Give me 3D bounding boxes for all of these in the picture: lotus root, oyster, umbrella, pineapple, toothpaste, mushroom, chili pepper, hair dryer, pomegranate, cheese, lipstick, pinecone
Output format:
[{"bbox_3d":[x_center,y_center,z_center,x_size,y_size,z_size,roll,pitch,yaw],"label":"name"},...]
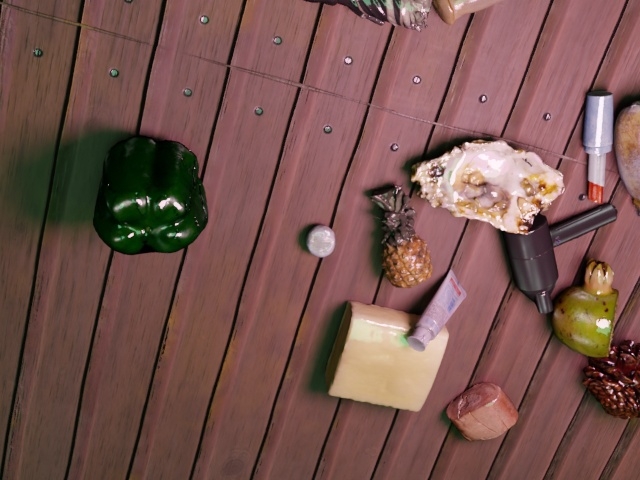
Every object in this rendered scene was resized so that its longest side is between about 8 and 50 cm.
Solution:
[{"bbox_3d":[0.787,-0.185,1.864,0.158,0.140,0.322,-29,121,-19],"label":"lotus root"},{"bbox_3d":[0.391,-0.143,1.866,0.354,0.107,0.201,16,101,-3],"label":"oyster"},{"bbox_3d":[0.070,-0.543,1.697,0.357,0.106,0.113,14,101,-3],"label":"umbrella"},{"bbox_3d":[0.191,-0.012,1.907,0.128,0.128,0.248,-17,108,2],"label":"pineapple"},{"bbox_3d":[0.295,0.178,1.961,0.234,0.057,0.089,-48,115,-33],"label":"toothpaste"},{"bbox_3d":[0.362,-0.561,1.704,0.247,0.096,0.108,-35,129,12],"label":"mushroom"},{"bbox_3d":[-0.383,-0.095,1.750,0.248,0.257,0.233,-8,125,-3],"label":"chili pepper"},{"bbox_3d":[0.619,0.024,1.972,0.302,0.116,0.244,-22,115,-3],"label":"hair dryer"},{"bbox_3d":[0.665,0.178,1.983,0.159,0.190,0.241,11,140,21],"label":"pomegranate"},{"bbox_3d":[0.169,0.300,2.030,0.265,0.124,0.242,13,114,-10],"label":"cheese"},{"bbox_3d":[0.665,-0.217,1.889,0.068,0.061,0.274,-11,113,-13],"label":"lipstick"},{"bbox_3d":[0.806,0.360,2.072,0.221,0.221,0.221,-2,113,-4],"label":"pinecone"}]

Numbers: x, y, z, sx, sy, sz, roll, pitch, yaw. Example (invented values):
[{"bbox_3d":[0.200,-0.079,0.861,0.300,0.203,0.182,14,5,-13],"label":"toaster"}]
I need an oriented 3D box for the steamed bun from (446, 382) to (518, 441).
[{"bbox_3d":[0.441,0.467,2.136,0.175,0.106,0.145,-31,118,23],"label":"steamed bun"}]

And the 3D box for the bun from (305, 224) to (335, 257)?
[{"bbox_3d":[0.000,0.000,1.930,0.083,0.045,0.083,-2,116,-4],"label":"bun"}]
